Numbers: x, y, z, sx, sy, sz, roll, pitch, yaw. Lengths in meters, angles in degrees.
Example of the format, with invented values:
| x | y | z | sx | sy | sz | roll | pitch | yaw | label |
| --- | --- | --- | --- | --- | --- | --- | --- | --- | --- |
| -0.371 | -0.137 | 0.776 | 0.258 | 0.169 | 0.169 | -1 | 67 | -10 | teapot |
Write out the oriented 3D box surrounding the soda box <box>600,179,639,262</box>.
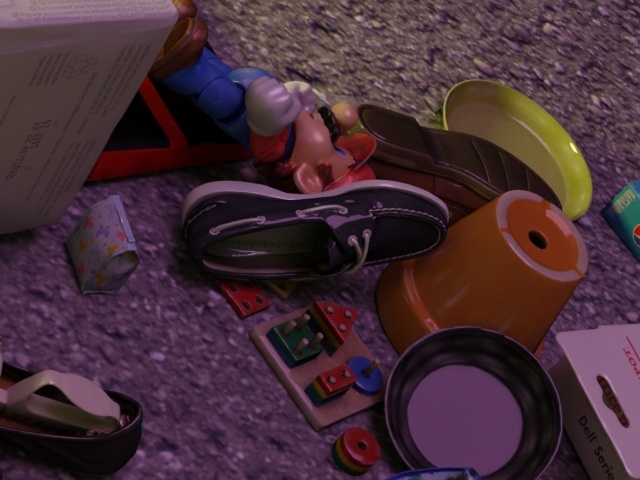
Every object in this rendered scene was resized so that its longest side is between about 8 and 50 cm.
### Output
| x | y | z | sx | sy | sz | roll | pitch | yaw | label |
| --- | --- | --- | --- | --- | --- | --- | --- | --- | --- |
| 0.477 | 0.015 | 2.351 | 0.071 | 0.067 | 0.210 | -18 | 67 | -47 | soda box |

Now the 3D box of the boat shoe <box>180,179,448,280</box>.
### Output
| x | y | z | sx | sy | sz | roll | pitch | yaw | label |
| --- | --- | --- | --- | --- | --- | --- | --- | --- | --- |
| 0.000 | 0.000 | 1.897 | 0.302 | 0.114 | 0.091 | -2 | 40 | -11 | boat shoe |

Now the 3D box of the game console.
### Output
| x | y | z | sx | sy | sz | roll | pitch | yaw | label |
| --- | --- | --- | --- | --- | --- | --- | --- | --- | --- |
| -0.270 | -0.235 | 1.991 | 0.342 | 0.060 | 0.386 | -9 | 60 | -51 | game console |

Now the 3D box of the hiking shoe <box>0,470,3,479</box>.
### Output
| x | y | z | sx | sy | sz | roll | pitch | yaw | label |
| --- | --- | --- | --- | --- | --- | --- | --- | --- | --- |
| -0.318 | 0.252 | 1.429 | 0.132 | 0.113 | 0.304 | -21 | 68 | -49 | hiking shoe |

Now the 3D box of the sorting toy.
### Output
| x | y | z | sx | sy | sz | roll | pitch | yaw | label |
| --- | --- | --- | --- | --- | --- | --- | --- | --- | --- |
| 0.007 | 0.116 | 1.883 | 0.132 | 0.046 | 0.274 | -17 | 65 | -47 | sorting toy |

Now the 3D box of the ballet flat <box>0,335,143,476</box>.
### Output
| x | y | z | sx | sy | sz | roll | pitch | yaw | label |
| --- | --- | --- | --- | --- | --- | --- | --- | --- | --- |
| -0.286 | 0.135 | 1.581 | 0.280 | 0.096 | 0.095 | 18 | 44 | -26 | ballet flat |

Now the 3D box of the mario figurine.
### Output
| x | y | z | sx | sy | sz | roll | pitch | yaw | label |
| --- | --- | --- | --- | --- | --- | --- | --- | --- | --- |
| -0.045 | -0.155 | 1.941 | 0.320 | 0.170 | 0.198 | 40 | 45 | -28 | mario figurine |

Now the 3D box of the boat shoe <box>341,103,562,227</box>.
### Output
| x | y | z | sx | sy | sz | roll | pitch | yaw | label |
| --- | --- | --- | --- | --- | --- | --- | --- | --- | --- |
| 0.147 | -0.070 | 2.135 | 0.307 | 0.104 | 0.111 | 22 | 33 | -20 | boat shoe |

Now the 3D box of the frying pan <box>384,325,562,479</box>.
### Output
| x | y | z | sx | sy | sz | roll | pitch | yaw | label |
| --- | --- | --- | --- | --- | --- | --- | --- | --- | --- |
| 0.185 | 0.245 | 1.862 | 0.197 | 0.053 | 0.326 | -15 | 70 | -17 | frying pan |

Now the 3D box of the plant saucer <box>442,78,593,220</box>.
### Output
| x | y | z | sx | sy | sz | roll | pitch | yaw | label |
| --- | --- | --- | --- | --- | --- | --- | --- | --- | --- |
| 0.254 | -0.110 | 2.310 | 0.241 | 0.037 | 0.241 | 22 | 41 | -21 | plant saucer |

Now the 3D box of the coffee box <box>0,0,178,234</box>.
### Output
| x | y | z | sx | sy | sz | roll | pitch | yaw | label |
| --- | --- | --- | --- | --- | --- | --- | --- | --- | --- |
| -0.395 | -0.215 | 1.612 | 0.338 | 0.337 | 0.334 | -11 | 61 | -39 | coffee box |

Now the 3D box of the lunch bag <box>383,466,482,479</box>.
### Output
| x | y | z | sx | sy | sz | roll | pitch | yaw | label |
| --- | --- | --- | --- | --- | --- | --- | --- | --- | --- |
| 0.080 | 0.285 | 1.715 | 0.151 | 0.129 | 0.096 | -22 | 70 | -50 | lunch bag |

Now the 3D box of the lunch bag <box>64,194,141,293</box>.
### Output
| x | y | z | sx | sy | sz | roll | pitch | yaw | label |
| --- | --- | --- | --- | --- | --- | --- | --- | --- | --- |
| -0.215 | 0.005 | 1.774 | 0.053 | 0.083 | 0.071 | 1 | 53 | -39 | lunch bag |

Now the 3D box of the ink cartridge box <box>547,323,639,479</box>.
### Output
| x | y | z | sx | sy | sz | roll | pitch | yaw | label |
| --- | --- | --- | --- | --- | --- | --- | --- | --- | --- |
| 0.402 | 0.211 | 2.060 | 0.353 | 0.119 | 0.207 | 1 | 54 | -40 | ink cartridge box |

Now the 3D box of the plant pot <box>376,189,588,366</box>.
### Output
| x | y | z | sx | sy | sz | roll | pitch | yaw | label |
| --- | --- | --- | --- | --- | --- | --- | --- | --- | --- |
| 0.198 | 0.047 | 1.992 | 0.205 | 0.188 | 0.205 | 22 | 42 | -22 | plant pot |
